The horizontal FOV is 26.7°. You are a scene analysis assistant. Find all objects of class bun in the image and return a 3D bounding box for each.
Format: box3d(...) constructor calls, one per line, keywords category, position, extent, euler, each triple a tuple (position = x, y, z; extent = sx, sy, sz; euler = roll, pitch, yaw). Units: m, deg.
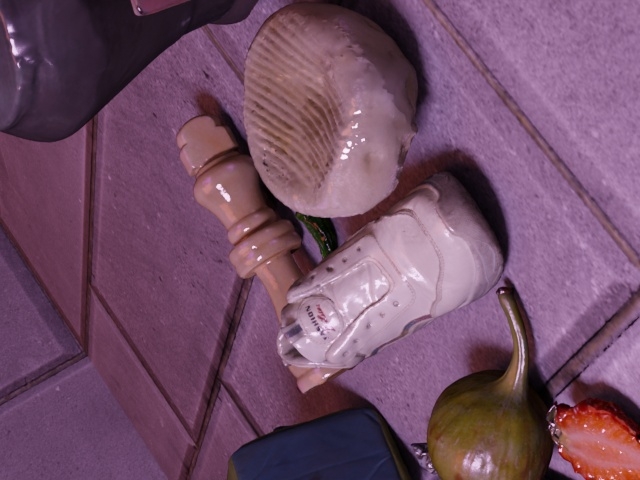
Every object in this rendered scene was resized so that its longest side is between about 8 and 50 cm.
box3d(category="bun", position=(0.019, -0.133, 1.368), extent=(0.231, 0.133, 0.231), euler=(14, 107, 50))

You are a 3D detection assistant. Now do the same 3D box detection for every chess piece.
box3d(category="chess piece", position=(-0.074, 0.008, 1.792), extent=(0.397, 0.117, 0.117), euler=(59, 158, 8))

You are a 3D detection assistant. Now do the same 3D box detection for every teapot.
box3d(category="teapot", position=(-0.219, -0.288, 1.404), extent=(0.376, 0.362, 0.305), euler=(13, 126, 46))

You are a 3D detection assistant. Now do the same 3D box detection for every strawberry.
box3d(category="strawberry", position=(0.289, 0.200, 1.326), extent=(0.152, 0.048, 0.104), euler=(16, 127, 38))

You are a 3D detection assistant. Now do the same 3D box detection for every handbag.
box3d(category="handbag", position=(0.004, 0.392, 1.891), extent=(0.241, 0.263, 0.222), euler=(82, 164, -47))

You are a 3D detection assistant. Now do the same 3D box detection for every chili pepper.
box3d(category="chili pepper", position=(0.006, 0.003, 1.712), extent=(0.055, 0.035, 0.118), euler=(52, 170, 52))

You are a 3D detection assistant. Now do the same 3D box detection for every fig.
box3d(category="fig", position=(0.193, 0.162, 1.431), extent=(0.149, 0.149, 0.245), euler=(40, 132, 40))

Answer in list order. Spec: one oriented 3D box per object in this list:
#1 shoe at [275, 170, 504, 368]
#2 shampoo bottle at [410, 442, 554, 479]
box3d(category="shoe", position=(0.057, 0.056, 1.423), extent=(0.132, 0.210, 0.342), euler=(57, 158, 8))
box3d(category="shampoo bottle", position=(0.213, 0.301, 1.583), extent=(0.309, 0.071, 0.098), euler=(21, 139, 60))
